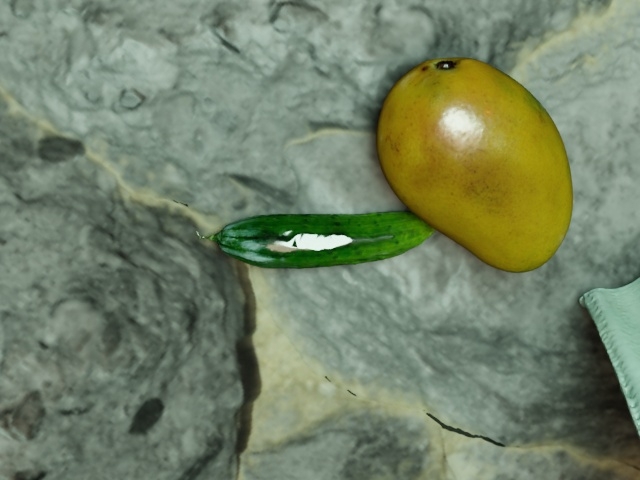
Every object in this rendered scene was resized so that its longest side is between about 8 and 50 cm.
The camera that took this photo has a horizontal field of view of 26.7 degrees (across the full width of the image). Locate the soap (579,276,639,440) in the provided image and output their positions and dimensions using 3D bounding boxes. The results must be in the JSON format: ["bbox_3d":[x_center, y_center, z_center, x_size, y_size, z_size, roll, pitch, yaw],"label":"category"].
[{"bbox_3d":[0.252,0.113,0.868,0.094,0.261,0.150,-27,107,11],"label":"soap"}]

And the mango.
[{"bbox_3d":[0.109,-0.052,0.895,0.163,0.089,0.111,32,111,-23],"label":"mango"}]

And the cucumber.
[{"bbox_3d":[0.000,0.000,0.921,0.168,0.039,0.039,-3,105,-7],"label":"cucumber"}]
